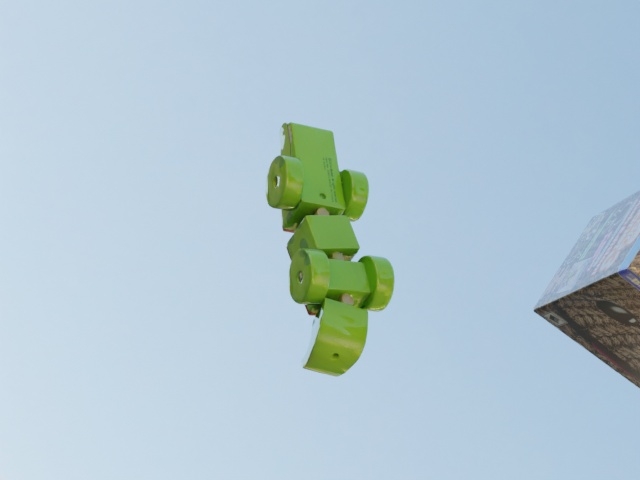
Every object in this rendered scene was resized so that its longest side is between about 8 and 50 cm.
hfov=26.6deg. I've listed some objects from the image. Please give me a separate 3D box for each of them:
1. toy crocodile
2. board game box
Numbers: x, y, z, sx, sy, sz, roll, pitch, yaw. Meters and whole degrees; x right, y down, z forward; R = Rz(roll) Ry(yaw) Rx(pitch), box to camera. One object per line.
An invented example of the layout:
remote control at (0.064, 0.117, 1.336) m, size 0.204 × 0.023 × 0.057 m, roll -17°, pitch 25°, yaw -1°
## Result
toy crocodile at (0.000, 0.000, 1.615) m, size 0.115 × 0.341 × 0.105 m, roll 6°, pitch -37°, yaw -28°
board game box at (0.398, 0.065, 1.443) m, size 0.232 × 0.141 × 0.291 m, roll 36°, pitch -15°, yaw -1°
